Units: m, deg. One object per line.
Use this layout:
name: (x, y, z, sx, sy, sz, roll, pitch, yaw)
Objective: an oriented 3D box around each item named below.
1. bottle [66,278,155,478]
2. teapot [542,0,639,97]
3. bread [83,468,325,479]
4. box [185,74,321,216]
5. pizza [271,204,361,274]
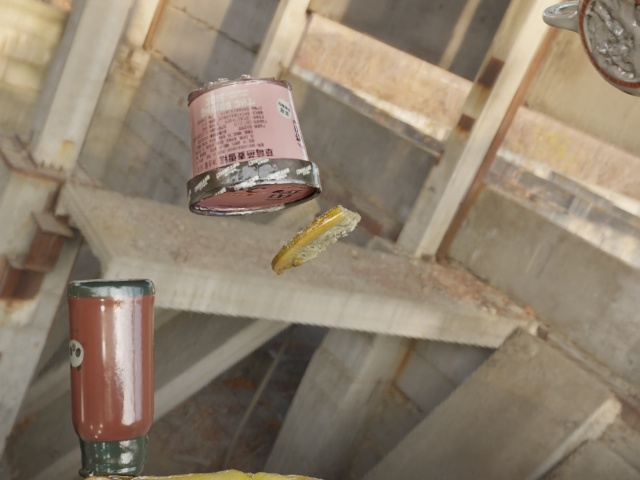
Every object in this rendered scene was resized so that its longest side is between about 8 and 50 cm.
bottle: (-0.349, 0.232, 1.350, 0.144, 0.336, 0.144, 0, -1, 0)
teapot: (0.348, -0.240, 0.903, 0.159, 0.116, 0.245, 57, -14, -30)
bread: (-0.121, 0.337, 0.876, 0.294, 0.167, 0.132, 4, -23, -12)
box: (-0.083, -0.107, 0.922, 0.151, 0.135, 0.151, -10, -10, -2)
pizza: (0.000, 0.000, 1.456, 0.034, 0.181, 0.262, 54, 16, 9)
